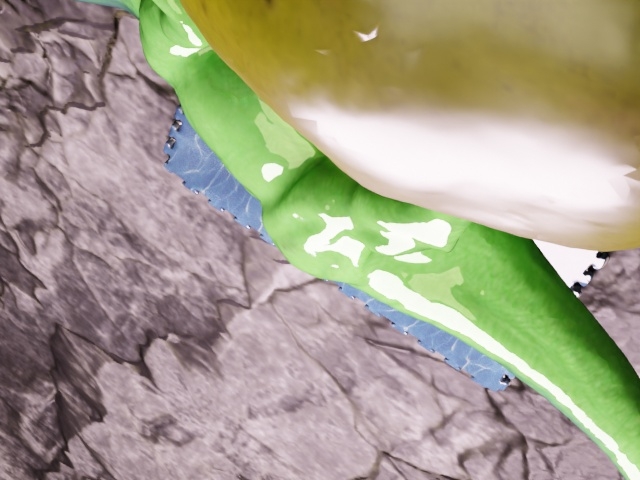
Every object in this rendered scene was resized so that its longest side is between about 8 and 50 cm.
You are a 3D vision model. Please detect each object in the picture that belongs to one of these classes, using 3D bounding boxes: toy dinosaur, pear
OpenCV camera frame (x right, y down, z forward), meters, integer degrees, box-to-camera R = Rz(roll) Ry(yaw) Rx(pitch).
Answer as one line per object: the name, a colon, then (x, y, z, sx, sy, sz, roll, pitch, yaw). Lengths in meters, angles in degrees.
toy dinosaur: (0.000, 0.000, 0.961, 0.374, 0.144, 0.500, 14, 136, 40)
pear: (0.085, -0.167, 0.583, 0.287, 0.287, 0.375, 23, 130, 21)

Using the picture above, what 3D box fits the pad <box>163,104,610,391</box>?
pad: (0.036, -0.039, 1.012, 0.269, 0.012, 0.269, 33, 147, 6)
